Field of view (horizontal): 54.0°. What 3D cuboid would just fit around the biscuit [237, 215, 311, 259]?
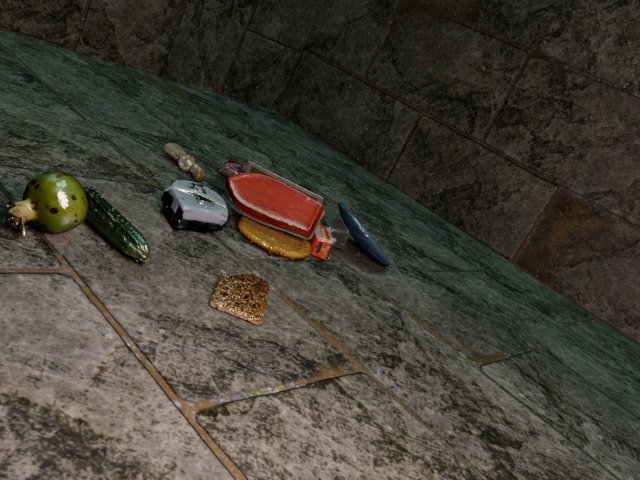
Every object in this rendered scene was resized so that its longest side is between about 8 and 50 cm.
[{"bbox_3d":[-0.144,-0.011,1.969,0.254,0.035,0.254,23,18,-8],"label":"biscuit"}]

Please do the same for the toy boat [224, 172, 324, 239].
[{"bbox_3d":[-0.158,-0.113,1.974,0.332,0.145,0.133,25,-18,5],"label":"toy boat"}]

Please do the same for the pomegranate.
[{"bbox_3d":[-0.592,-0.071,1.363,0.169,0.148,0.148,-36,56,-28],"label":"pomegranate"}]

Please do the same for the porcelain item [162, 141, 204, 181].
[{"bbox_3d":[-0.480,-0.279,2.238,0.084,0.054,0.213,3,29,-48],"label":"porcelain item"}]

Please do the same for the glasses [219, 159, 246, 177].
[{"bbox_3d":[-0.270,-0.213,2.346,0.256,0.095,0.162,25,-10,0],"label":"glasses"}]

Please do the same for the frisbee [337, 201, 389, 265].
[{"bbox_3d":[0.141,-0.012,2.229,0.289,0.049,0.289,51,1,-1],"label":"frisbee"}]

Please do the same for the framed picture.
[{"bbox_3d":[-0.137,-0.127,2.049,0.274,0.217,0.017,28,45,2],"label":"framed picture"}]

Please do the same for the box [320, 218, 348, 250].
[{"bbox_3d":[0.044,-0.025,2.213,0.069,0.084,0.122,8,23,-22],"label":"box"}]

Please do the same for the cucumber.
[{"bbox_3d":[-0.488,-0.036,1.480,0.265,0.077,0.077,35,19,30],"label":"cucumber"}]

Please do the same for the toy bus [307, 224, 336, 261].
[{"bbox_3d":[0.000,0.000,2.080,0.077,0.079,0.174,17,18,-12],"label":"toy bus"}]

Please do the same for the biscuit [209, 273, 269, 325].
[{"bbox_3d":[-0.190,0.124,1.524,0.131,0.026,0.237,25,18,-9],"label":"biscuit"}]

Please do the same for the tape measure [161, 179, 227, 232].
[{"bbox_3d":[-0.361,-0.100,1.802,0.182,0.107,0.181,5,34,-44],"label":"tape measure"}]
